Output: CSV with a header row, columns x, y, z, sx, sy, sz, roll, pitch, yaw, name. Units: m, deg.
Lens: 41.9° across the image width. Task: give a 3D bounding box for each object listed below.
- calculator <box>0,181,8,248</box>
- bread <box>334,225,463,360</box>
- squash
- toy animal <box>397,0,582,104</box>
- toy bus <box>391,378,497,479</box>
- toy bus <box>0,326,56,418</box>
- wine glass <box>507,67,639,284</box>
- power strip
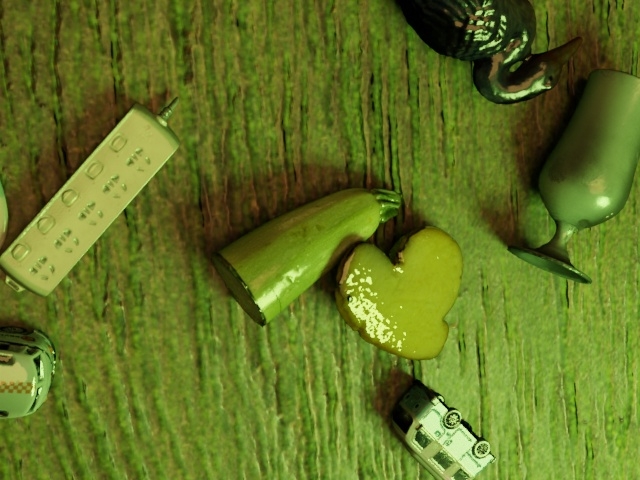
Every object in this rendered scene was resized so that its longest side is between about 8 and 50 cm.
x,y,z,sx,sy,sz,roll,pitch,yaw,name
-0.354,-0.047,0.794,0.095,0.021,0.153,-20,104,-14,calculator
0.081,0.044,0.919,0.187,0.065,0.149,29,83,-36,bread
0.000,0.000,0.889,0.224,0.094,0.094,-31,106,-19,squash
0.159,-0.278,0.863,0.298,0.122,0.185,33,99,-25,toy animal
0.137,0.228,0.969,0.075,0.060,0.123,-45,110,-3,toy bus
-0.350,0.124,0.786,0.193,0.089,0.087,8,96,-19,toy bus
0.306,-0.074,0.956,0.103,0.103,0.231,25,86,-19,wine glass
-0.223,-0.048,0.832,0.060,0.027,0.253,42,85,-18,power strip
